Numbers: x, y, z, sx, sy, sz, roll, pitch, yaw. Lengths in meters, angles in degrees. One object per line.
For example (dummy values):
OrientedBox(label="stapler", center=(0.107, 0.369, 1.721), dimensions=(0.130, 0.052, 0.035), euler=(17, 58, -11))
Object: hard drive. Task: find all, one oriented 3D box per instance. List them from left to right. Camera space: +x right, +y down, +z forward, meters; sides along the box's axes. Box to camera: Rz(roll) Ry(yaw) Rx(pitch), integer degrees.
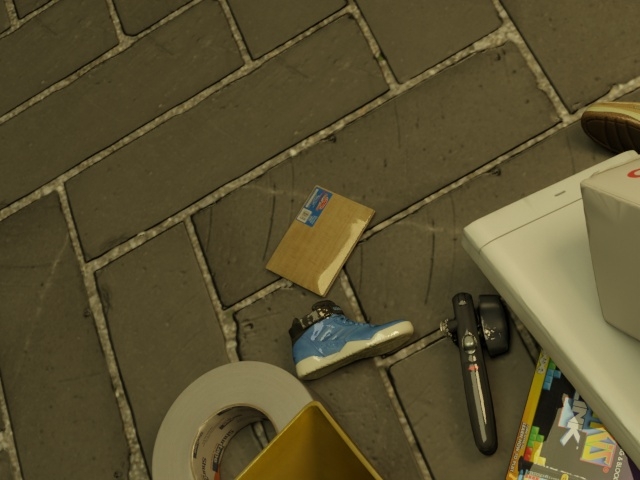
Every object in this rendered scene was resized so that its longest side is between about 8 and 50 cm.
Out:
OrientedBox(label="hard drive", center=(0.339, 0.071, 1.160), dimensions=(0.233, 0.047, 0.353), euler=(-24, 55, -16))

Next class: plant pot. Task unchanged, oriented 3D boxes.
OrientedBox(label="plant pot", center=(0.016, 0.332, 1.132), dimensions=(0.212, 0.187, 0.212), euler=(-46, 32, -1))

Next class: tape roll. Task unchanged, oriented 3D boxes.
OrientedBox(label="tape roll", center=(-0.084, 0.254, 1.307), dimensions=(0.219, 0.072, 0.219), euler=(-10, 64, 21))

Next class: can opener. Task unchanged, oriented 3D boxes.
OrientedBox(label="can opener", center=(0.174, 0.144, 1.246), dimensions=(0.073, 0.059, 0.186), euler=(-11, 63, 20))

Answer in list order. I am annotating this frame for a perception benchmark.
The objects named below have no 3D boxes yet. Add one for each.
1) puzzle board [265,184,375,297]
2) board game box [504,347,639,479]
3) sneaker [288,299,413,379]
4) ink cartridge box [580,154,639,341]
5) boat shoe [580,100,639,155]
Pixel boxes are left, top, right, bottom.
OrientedBox(label="puzzle board", center=(0.000, 0.000, 1.423), dimensions=(0.096, 0.011, 0.128), euler=(25, 78, 33))
OrientedBox(label="board game box", center=(0.284, 0.196, 1.177), dimensions=(0.141, 0.048, 0.170), euler=(9, 71, 29))
OrientedBox(label="sneaker", center=(0.031, 0.101, 1.332), dimensions=(0.152, 0.058, 0.084), euler=(-24, 67, 21))
OrientedBox(label="ink cartridge box", center=(0.453, 0.016, 0.955), dimensions=(0.286, 0.166, 0.395), euler=(-19, 20, -14))
OrientedBox(label="boat shoe", center=(0.395, -0.129, 1.276), dimensions=(0.190, 0.068, 0.072), euler=(19, 63, 21))
